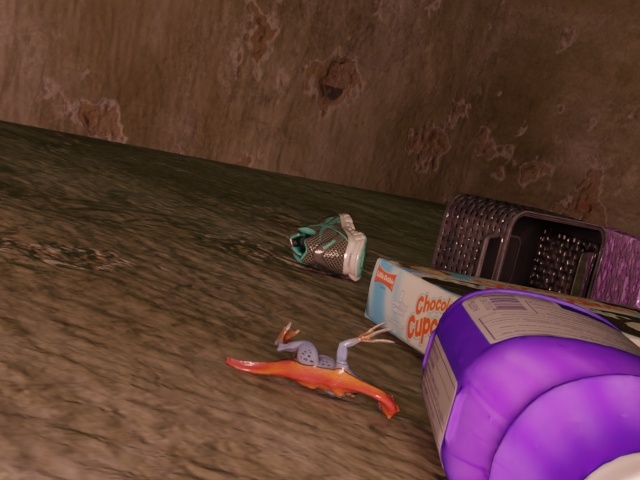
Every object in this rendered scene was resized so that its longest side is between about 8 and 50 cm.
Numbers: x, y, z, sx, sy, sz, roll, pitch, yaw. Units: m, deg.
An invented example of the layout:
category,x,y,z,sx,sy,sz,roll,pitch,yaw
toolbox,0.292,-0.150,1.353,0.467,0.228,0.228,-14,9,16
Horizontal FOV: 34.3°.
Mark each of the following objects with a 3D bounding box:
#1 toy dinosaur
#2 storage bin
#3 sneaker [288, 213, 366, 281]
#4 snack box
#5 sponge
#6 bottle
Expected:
category,x,y,z,sx,sy,sz,roll,pitch,yaw
toy dinosaur,0.004,0.084,0.606,0.090,0.047,0.082,-25,33,-21
storage bin,0.202,0.027,1.060,0.180,0.122,0.084,8,9,-45
sneaker,0.000,0.000,1.161,0.076,0.065,0.166,8,6,-11
snack box,0.218,0.085,0.859,0.321,0.060,0.187,11,6,-22
sponge,0.333,0.051,1.156,0.031,0.117,0.210,11,6,-3
bottle,0.111,0.088,0.455,0.118,0.092,0.283,15,6,-1
